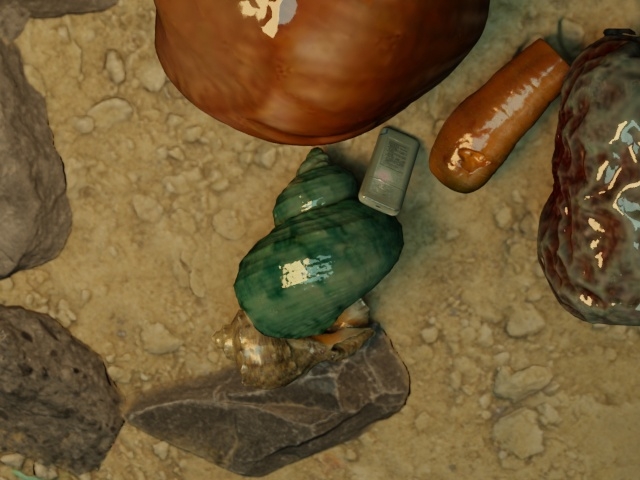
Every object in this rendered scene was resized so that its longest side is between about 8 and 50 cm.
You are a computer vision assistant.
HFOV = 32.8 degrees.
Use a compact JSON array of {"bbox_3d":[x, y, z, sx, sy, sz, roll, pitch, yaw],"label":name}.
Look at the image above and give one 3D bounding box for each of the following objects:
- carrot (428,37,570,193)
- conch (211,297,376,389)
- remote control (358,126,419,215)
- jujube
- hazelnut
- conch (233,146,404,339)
[{"bbox_3d":[0.199,-0.142,1.229,0.087,0.087,0.193,35,107,-6],"label":"carrot"},{"bbox_3d":[-0.031,0.104,1.333,0.207,0.130,0.155,-3,125,-5],"label":"conch"},{"bbox_3d":[0.080,-0.081,1.249,0.053,0.124,0.018,23,139,-6],"label":"remote control"},{"bbox_3d":[0.343,-0.063,1.163,0.226,0.226,0.317,2,107,7],"label":"jujube"},{"bbox_3d":[0.002,-0.259,1.102,0.372,0.315,0.372,-11,137,-10],"label":"hazelnut"},{"bbox_3d":[0.000,-0.004,1.256,0.196,0.202,0.134,2,143,-11],"label":"conch"}]
